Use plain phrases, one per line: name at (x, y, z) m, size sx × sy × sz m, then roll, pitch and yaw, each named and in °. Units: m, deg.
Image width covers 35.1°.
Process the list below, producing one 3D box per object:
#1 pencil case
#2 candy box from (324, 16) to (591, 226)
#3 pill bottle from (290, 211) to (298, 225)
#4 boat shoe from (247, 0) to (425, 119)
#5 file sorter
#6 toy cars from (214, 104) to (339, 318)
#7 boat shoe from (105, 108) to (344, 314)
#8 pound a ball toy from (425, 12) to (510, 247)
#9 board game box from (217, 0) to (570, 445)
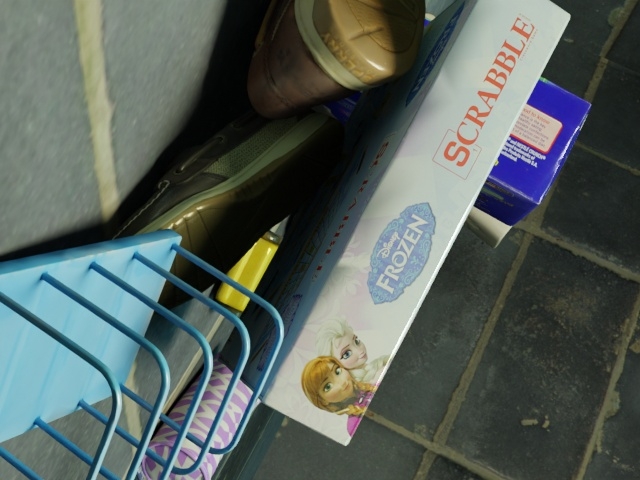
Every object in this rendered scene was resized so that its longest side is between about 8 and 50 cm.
pencil case at (-0.126, 0.210, 1.165) m, size 0.206 × 0.086 × 0.088 m, roll -53°, pitch 133°, yaw -53°
candy box at (0.136, -0.137, 1.124) m, size 0.122 × 0.268 × 0.317 m, roll -60°, pitch 174°, yaw 0°
pill bottle at (0.000, 0.000, 1.364) m, size 0.086 × 0.086 × 0.152 m, roll -61°, pitch 172°, yaw -21°
boat shoe at (0.023, -0.201, 0.790) m, size 0.123 × 0.123 × 0.342 m, roll -32°, pitch -155°, yaw 34°
file sorter at (-0.113, 0.077, 0.558) m, size 0.170 × 0.104 × 0.118 m, roll -15°, pitch 132°, yaw -62°
toy cars at (-0.030, -0.019, 1.058) m, size 0.176 × 0.087 × 0.394 m, roll -59°, pitch 171°, yaw -41°
boat shoe at (-0.078, -0.030, 0.708) m, size 0.223 × 0.073 × 0.080 m, roll -39°, pitch 146°, yaw -29°
pound a ball toy at (0.199, -0.173, 1.459) m, size 0.208 × 0.319 × 0.136 m, roll -48°, pitch 171°, yaw -6°
board game box at (0.035, -0.019, 0.786) m, size 0.319 × 0.066 × 0.318 m, roll -62°, pitch -171°, yaw -6°
